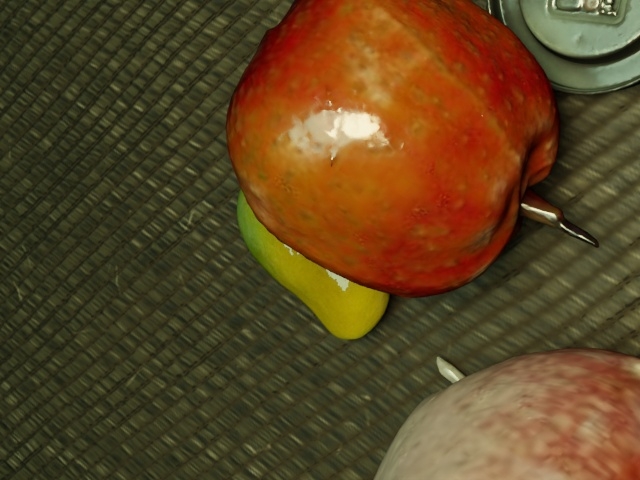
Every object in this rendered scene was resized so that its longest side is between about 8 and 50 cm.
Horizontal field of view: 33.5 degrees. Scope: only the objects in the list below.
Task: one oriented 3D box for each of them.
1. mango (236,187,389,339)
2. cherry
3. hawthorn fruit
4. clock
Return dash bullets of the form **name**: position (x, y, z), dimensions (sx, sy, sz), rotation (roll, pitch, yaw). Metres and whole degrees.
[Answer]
- **mango**: position (0.001, -0.004, 1.005), dimensions (0.191, 0.085, 0.122), rotation (42, 102, 14)
- **cherry**: position (0.153, 0.244, 0.791), dimensions (0.291, 0.335, 0.326), rotation (46, 140, 5)
- **hawthorn fruit**: position (0.086, -0.071, 0.844), dimensions (0.300, 0.254, 0.254), rotation (29, 108, 17)
- **clock**: position (0.228, -0.210, 0.870), dimensions (0.184, 0.040, 0.185), rotation (2, 94, 32)
